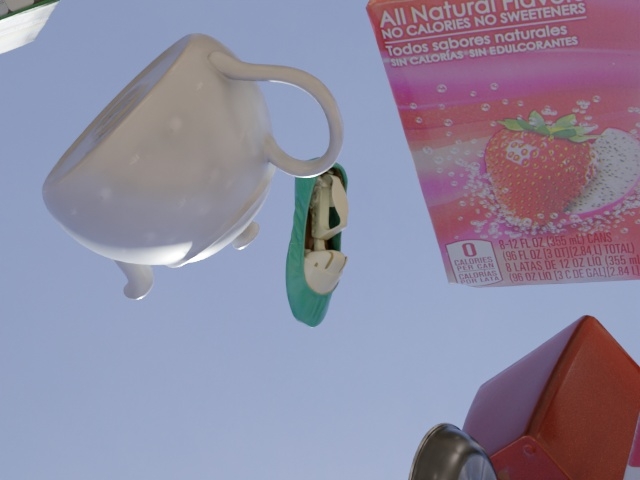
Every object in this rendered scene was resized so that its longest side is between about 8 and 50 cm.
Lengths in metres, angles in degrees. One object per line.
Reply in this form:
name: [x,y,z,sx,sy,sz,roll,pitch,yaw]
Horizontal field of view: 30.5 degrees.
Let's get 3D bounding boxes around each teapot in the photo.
teapot: [-0.128,-0.066,1.141,0.187,0.256,0.252,44,-100,-16]

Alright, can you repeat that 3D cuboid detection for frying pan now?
frying pan: [0.114,0.310,1.189,0.326,0.053,0.197,-30,-69,-58]

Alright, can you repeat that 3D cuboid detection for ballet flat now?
ballet flat: [0.000,0.000,1.674,0.083,0.087,0.247,7,-99,-36]

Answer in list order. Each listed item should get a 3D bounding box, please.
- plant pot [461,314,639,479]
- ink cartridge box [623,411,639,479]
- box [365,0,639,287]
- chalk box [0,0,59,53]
plant pot: [0.350,0.320,1.707,0.267,0.267,0.236,48,-137,2]
ink cartridge box: [0.435,0.195,0.864,0.385,0.279,0.160,23,-137,26]
box: [0.184,-0.087,0.418,0.300,0.142,0.154,-3,-135,20]
chalk box: [-0.381,-0.288,1.299,0.132,0.213,0.132,-27,-87,-24]
